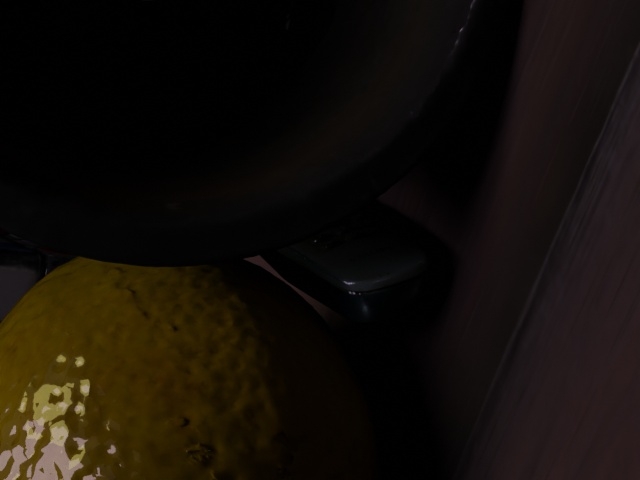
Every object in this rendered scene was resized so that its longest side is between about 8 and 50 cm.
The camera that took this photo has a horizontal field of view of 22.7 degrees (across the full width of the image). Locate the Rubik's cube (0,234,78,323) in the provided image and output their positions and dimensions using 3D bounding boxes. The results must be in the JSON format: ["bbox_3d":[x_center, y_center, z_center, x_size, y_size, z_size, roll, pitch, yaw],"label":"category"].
[{"bbox_3d":[-0.310,0.130,1.345,0.287,0.293,0.292,-165,80,-64],"label":"Rubik's cube"}]

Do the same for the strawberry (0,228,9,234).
[{"bbox_3d":[-0.207,-0.144,1.261,0.257,0.261,0.261,-14,70,36],"label":"strawberry"}]

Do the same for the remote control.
[{"bbox_3d":[0.000,0.000,0.973,0.222,0.072,0.042,-146,43,-63],"label":"remote control"}]

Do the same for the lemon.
[{"bbox_3d":[-0.088,0.128,0.930,0.267,0.267,0.267,-174,90,-65],"label":"lemon"}]

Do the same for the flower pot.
[{"bbox_3d":[-0.092,-0.168,0.934,0.251,0.379,0.379,-169,85,-80],"label":"flower pot"}]
